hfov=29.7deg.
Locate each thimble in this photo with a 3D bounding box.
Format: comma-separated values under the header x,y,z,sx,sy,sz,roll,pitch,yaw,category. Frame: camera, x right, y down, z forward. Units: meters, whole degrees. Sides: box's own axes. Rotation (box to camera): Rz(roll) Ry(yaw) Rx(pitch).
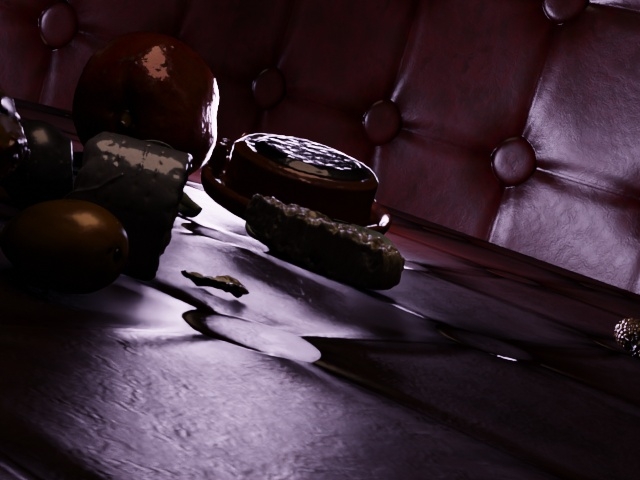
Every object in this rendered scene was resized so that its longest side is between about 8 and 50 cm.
x,y,z,sx,sy,sz,roll,pitch,yaw,category
-0.215,-0.039,1.326,0.117,0.151,0.127,17,18,-6,thimble

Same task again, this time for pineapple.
x,y,z,sx,sy,sz,roll,pitch,yaw,category
0.514,0.165,1.951,0.058,0.058,0.124,16,11,-4,pineapple

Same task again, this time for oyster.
x,y,z,sx,sy,sz,roll,pitch,yaw,category
-0.122,0.050,1.404,0.083,0.019,0.054,12,6,-19,oyster

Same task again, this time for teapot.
x,y,z,sx,sy,sz,roll,pitch,yaw,category
-0.265,-0.102,1.986,0.149,0.111,0.108,10,-6,-13,teapot

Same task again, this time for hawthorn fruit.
x,y,z,sx,sy,sz,roll,pitch,yaw,category
-0.320,-0.230,2.175,0.287,0.287,0.330,17,15,0,hawthorn fruit

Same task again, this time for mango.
x,y,z,sx,sy,sz,roll,pitch,yaw,category
-0.247,0.003,1.164,0.111,0.090,0.163,13,-1,-22,mango

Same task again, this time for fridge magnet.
x,y,z,sx,sy,sz,roll,pitch,yaw,category
-0.041,-0.091,2.213,0.363,0.155,0.363,15,16,-5,fridge magnet

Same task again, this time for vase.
x,y,z,sx,sy,sz,roll,pitch,yaw,category
-0.418,-0.098,1.583,0.182,0.120,0.120,-3,10,-12,vase

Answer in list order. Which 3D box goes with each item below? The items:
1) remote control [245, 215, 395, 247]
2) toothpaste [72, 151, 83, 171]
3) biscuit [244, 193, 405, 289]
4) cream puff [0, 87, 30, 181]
x,y,z,sx,sy,sz,roll,pitch,yaw,category
0.000,-0.002,2.005,0.256,0.045,0.097,16,40,4,remote control
-0.459,-0.142,2.161,0.062,0.037,0.216,28,13,22,toothpaste
0.027,0.014,1.853,0.281,0.084,0.179,25,5,40,biscuit
-0.459,-0.122,1.396,0.240,0.164,0.240,3,0,0,cream puff
